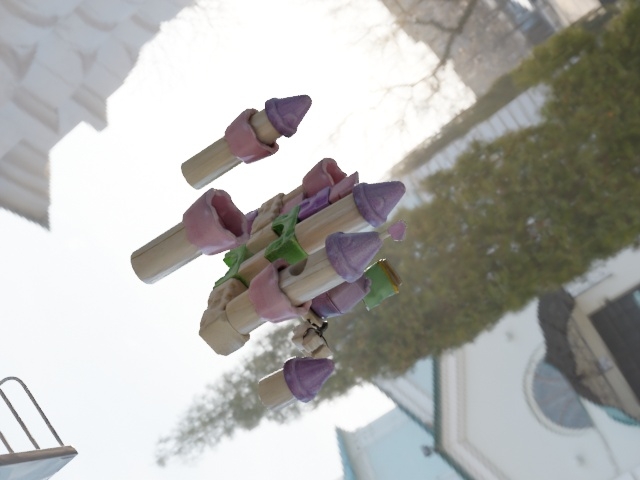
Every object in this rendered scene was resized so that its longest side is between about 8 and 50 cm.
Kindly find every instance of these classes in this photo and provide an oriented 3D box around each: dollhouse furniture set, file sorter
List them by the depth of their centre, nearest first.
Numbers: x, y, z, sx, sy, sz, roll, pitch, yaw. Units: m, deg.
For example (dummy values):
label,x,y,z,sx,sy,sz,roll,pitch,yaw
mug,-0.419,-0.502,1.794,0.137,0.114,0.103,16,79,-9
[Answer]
label,x,y,z,sx,sy,sz,roll,pitch,yaw
file sorter,-0.519,0.299,1.184,0.173,0.193,0.278,50,-175,16
dollhouse furniture set,0.076,0.035,1.427,0.151,0.076,0.058,56,164,1

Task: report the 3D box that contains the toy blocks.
label,x,y,z,sx,sy,sz,roll,pitch,yaw
toy blocks,0.000,0.000,0.990,0.309,0.260,0.288,51,-157,-22
